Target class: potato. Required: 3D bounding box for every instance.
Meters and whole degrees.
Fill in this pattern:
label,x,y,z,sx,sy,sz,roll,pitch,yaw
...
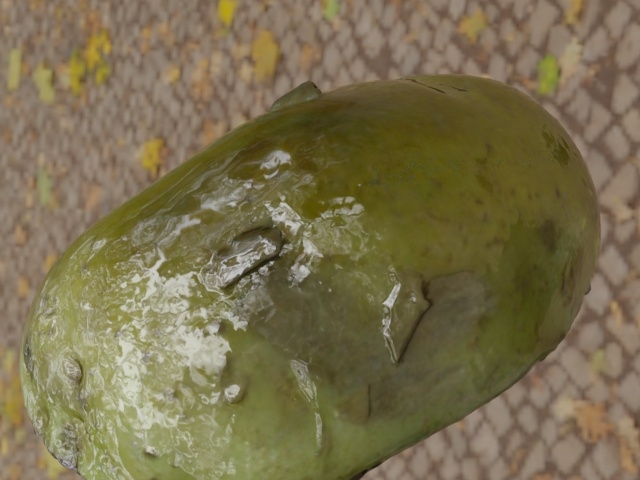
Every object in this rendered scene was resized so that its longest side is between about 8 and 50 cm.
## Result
label,x,y,z,sx,sy,sz,roll,pitch,yaw
potato,0.000,0.000,0.603,0.160,0.271,0.111,47,154,43
